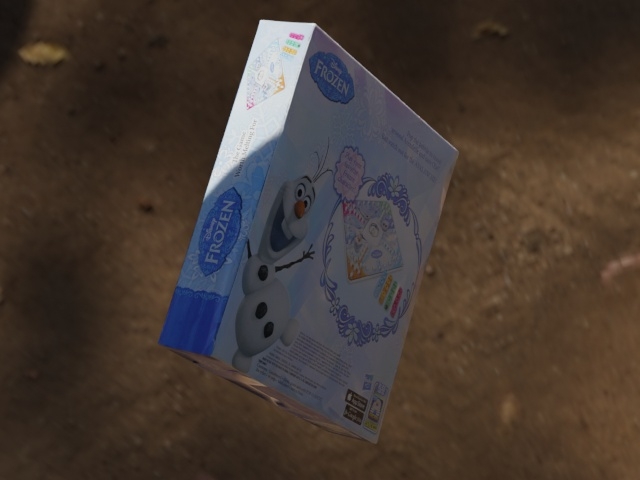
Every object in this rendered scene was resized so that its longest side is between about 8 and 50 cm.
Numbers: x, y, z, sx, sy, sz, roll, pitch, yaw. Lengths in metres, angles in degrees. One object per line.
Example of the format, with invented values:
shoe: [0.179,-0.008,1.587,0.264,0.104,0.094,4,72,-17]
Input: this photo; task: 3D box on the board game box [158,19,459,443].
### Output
board game box: [0.000,0.000,0.508,0.020,0.090,0.090,10,75,33]
